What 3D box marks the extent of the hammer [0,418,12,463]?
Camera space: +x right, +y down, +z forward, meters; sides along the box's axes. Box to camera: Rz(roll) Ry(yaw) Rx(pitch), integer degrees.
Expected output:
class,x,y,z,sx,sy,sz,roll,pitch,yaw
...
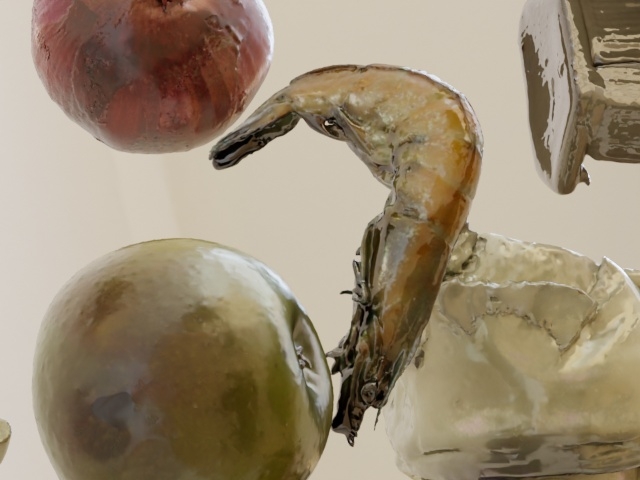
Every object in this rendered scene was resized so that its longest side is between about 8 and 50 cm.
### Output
class,x,y,z,sx,sy,sz,roll,pitch,yaw
hammer,-0.367,0.189,1.438,0.195,0.060,0.028,-5,-126,-24

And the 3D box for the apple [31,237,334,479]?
class,x,y,z,sx,sy,sz,roll,pitch,yaw
apple,-0.079,0.089,1.002,0.196,0.157,0.196,-17,-90,-77

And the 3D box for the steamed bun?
class,x,y,z,sx,sy,sz,roll,pitch,yaw
steamed bun,0.195,0.171,1.499,0.394,0.346,0.237,37,-135,-38

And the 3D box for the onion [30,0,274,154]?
class,x,y,z,sx,sy,sz,roll,pitch,yaw
onion,-0.192,-0.229,1.871,0.276,0.276,0.276,20,-117,-47

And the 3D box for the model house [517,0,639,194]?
class,x,y,z,sx,sy,sz,roll,pitch,yaw
model house,0.279,-0.151,1.482,0.122,0.188,0.229,84,-178,-54

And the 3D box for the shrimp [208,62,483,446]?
class,x,y,z,sx,sy,sz,roll,pitch,yaw
shrimp,0.000,0.000,1.135,0.051,0.198,0.262,34,-110,-63
